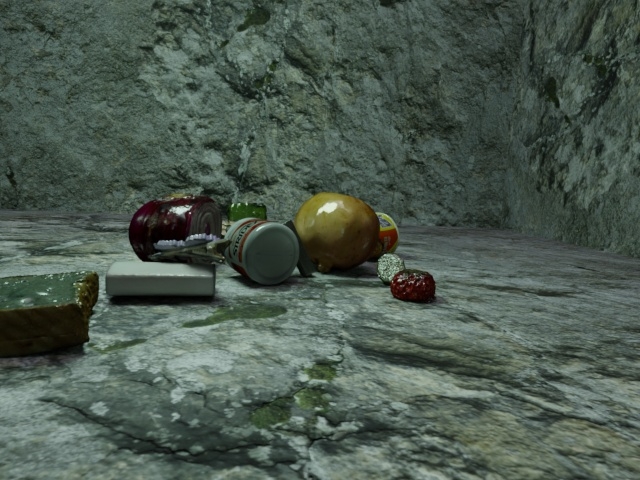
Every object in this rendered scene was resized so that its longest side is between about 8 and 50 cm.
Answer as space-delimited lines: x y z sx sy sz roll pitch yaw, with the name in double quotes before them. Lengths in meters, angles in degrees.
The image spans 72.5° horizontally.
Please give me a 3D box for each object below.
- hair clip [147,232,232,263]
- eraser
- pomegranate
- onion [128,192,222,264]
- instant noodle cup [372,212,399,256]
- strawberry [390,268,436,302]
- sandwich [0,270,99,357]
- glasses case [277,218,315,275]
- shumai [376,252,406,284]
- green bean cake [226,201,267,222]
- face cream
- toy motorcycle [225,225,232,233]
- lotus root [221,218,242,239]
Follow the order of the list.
"hair clip" -0.363 0.031 1.219 0.292 0.085 0.106 -4 -21 25
"eraser" -0.428 0.105 1.206 0.270 0.095 0.174 3 3 -12
"pomegranate" 0.053 -0.018 1.666 0.338 0.338 0.338 3 8 0
"onion" -0.502 -0.020 1.496 0.260 0.282 0.337 2 21 10
"instant noodle cup" 0.220 -0.007 1.956 0.213 0.213 0.174 10 20 41
"strawberry" 0.282 0.133 1.329 0.145 0.086 0.145 3 6 0
"sandwich" -0.607 0.139 0.885 0.271 0.099 0.301 0 10 -23
"glasses case" -0.089 0.025 1.529 0.047 0.205 0.071 -30 15 -19
"shumai" 0.250 0.114 1.517 0.099 0.124 0.087 -14 -36 12
"green bean cake" -0.362 -0.084 2.171 0.200 0.214 0.113 1 4 -19
"face cream" -0.195 0.032 1.436 0.201 0.201 0.187 -2 10 -34
"toy motorcycle" -0.272 0.004 1.867 0.173 0.108 0.307 -3 23 -45
"lotus root" -0.358 -0.027 2.034 0.260 0.074 0.170 4 41 -19
